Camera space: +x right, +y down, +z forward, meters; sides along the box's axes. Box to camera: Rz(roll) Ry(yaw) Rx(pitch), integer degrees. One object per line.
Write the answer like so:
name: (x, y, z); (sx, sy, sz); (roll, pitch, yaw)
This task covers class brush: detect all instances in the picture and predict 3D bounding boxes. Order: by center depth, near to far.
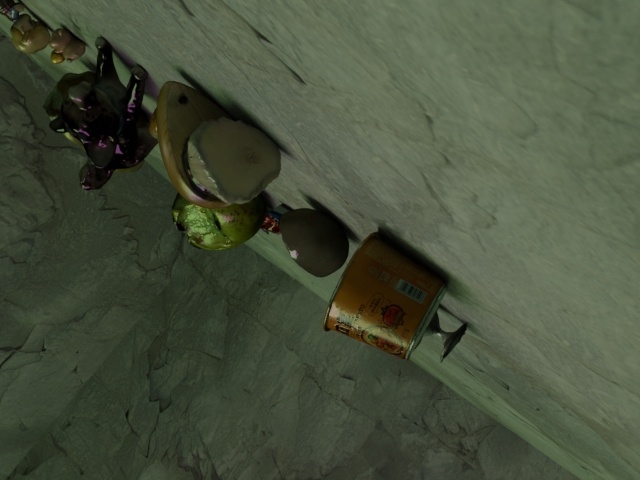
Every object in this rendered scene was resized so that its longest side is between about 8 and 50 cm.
brush: (-0.210, -0.188, 1.289); (0.266, 0.174, 0.166); (58, 154, -10)

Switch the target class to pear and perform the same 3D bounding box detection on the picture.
pear: (-0.256, -0.062, 1.945); (0.255, 0.164, 0.238); (1, 141, 35)

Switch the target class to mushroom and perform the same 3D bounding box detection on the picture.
mushroom: (0.000, 0.000, 1.528); (0.117, 0.141, 0.188); (-9, 145, 31)

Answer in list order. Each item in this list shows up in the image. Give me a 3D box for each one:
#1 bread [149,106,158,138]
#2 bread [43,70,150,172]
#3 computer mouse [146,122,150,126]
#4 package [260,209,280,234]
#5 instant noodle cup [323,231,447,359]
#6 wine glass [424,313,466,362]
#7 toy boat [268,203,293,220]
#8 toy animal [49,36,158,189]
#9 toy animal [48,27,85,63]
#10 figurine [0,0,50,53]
bread: (-0.330, -0.269, 1.519); (0.082, 0.106, 0.125); (41, 170, -19)
bread: (-0.661, -0.366, 2.133); (0.341, 0.210, 0.300); (43, -177, -31)
computer mouse: (-0.390, -0.271, 1.950); (0.232, 0.057, 0.120); (34, -179, 14)
package: (-0.224, -0.118, 2.059); (0.269, 0.071, 0.194); (45, 156, -18)
instant noodle cup: (0.128, 0.114, 1.302); (0.172, 0.215, 0.216); (27, 170, 15)
wine glass: (0.212, 0.169, 1.546); (0.222, 0.103, 0.103); (35, 172, 23)
toy boat: (-0.041, -0.029, 1.788); (0.229, 0.046, 0.080); (36, 173, 25)
toy animal: (-0.523, -0.274, 1.667); (0.194, 0.302, 0.344); (34, 172, 12)
toy animal: (-0.680, -0.515, 1.813); (0.114, 0.091, 0.082); (34, 157, 43)
figurine: (-0.864, -0.635, 1.983); (0.114, 0.108, 0.196); (15, 139, 48)
